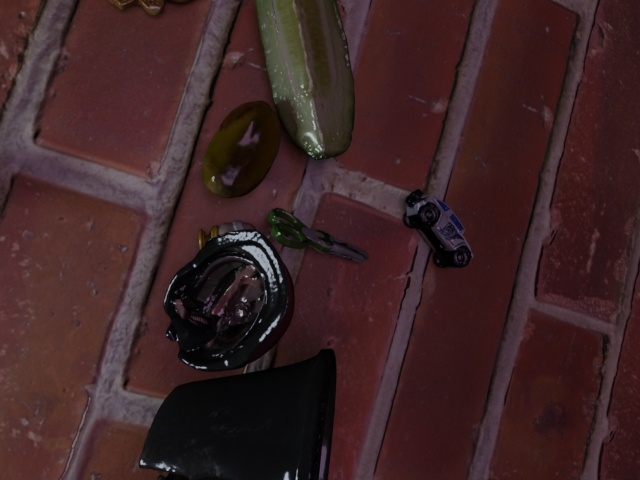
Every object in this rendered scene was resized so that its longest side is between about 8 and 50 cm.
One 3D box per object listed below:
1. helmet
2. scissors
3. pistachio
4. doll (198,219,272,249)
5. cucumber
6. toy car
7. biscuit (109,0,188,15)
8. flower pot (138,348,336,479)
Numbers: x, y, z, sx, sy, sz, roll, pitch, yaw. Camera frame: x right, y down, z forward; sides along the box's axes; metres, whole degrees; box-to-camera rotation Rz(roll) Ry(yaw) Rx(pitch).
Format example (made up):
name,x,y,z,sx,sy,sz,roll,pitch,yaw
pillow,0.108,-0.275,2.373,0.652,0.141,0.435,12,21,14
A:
name,x,y,z,sx,sy,sz,roll,pitch,yaw
helmet,-0.129,0.101,0.821,0.253,0.154,0.198,-30,71,18
scissors,0.000,0.000,0.931,0.204,0.101,0.027,20,119,-26
pistachio,-0.133,-0.151,0.886,0.110,0.100,0.189,33,70,-34
doll,-0.143,0.007,0.888,0.127,0.073,0.084,-5,95,-10
cucumber,-0.022,-0.299,0.919,0.145,0.105,0.325,-14,92,-41
toy car,0.225,-0.022,0.980,0.070,0.080,0.170,-39,97,-15
biscuit,-0.288,-0.464,0.891,0.184,0.027,0.133,-29,94,-15
flower pot,-0.112,0.342,0.783,0.251,0.379,0.379,4,87,7
